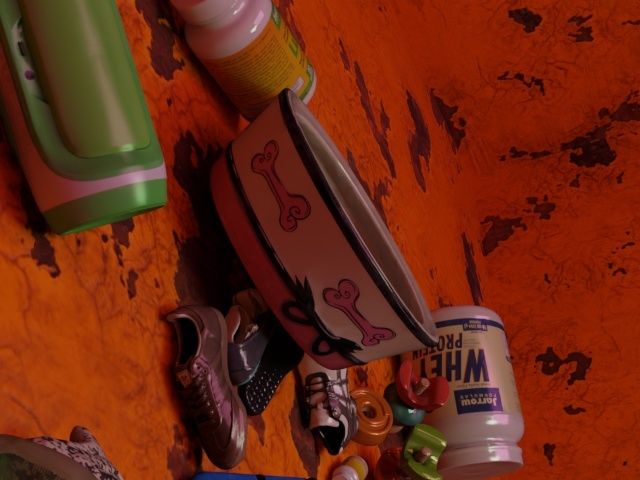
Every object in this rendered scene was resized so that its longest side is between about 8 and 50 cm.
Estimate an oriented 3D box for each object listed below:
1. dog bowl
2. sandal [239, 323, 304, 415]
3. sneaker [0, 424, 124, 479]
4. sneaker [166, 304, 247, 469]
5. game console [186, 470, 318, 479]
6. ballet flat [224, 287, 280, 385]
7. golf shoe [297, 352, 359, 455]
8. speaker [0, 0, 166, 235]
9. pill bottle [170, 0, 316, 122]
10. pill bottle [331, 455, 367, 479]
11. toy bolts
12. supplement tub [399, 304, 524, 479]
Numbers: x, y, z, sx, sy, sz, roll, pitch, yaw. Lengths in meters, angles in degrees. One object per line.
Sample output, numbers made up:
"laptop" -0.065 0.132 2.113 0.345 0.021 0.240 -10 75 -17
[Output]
"dog bowl" 0.000 0.000 1.167 0.408 0.150 0.408 58 9 -14
"sandal" -0.072 0.168 1.147 0.067 0.040 0.179 62 36 -19
"sneaker" -0.251 0.173 0.524 0.182 0.158 0.410 52 7 29
"sneaker" -0.136 0.164 0.939 0.071 0.066 0.188 14 56 -50
"game console" -0.072 0.428 0.939 0.250 0.173 0.293 14 56 -33
"ballet flat" -0.091 0.104 1.088 0.203 0.074 0.074 -65 136 -60
"golf shoe" 0.007 0.229 1.257 0.094 0.077 0.198 -63 133 -64
"speaker" -0.238 -0.160 0.783 0.131 0.131 0.297 -23 97 -72
"pill bottle" -0.114 -0.292 1.232 0.246 0.136 0.136 51 29 -50
"pill bottle" 0.043 0.365 1.298 0.083 0.043 0.043 -7 81 -72
"toy bolts" 0.111 0.329 1.469 0.218 0.158 0.228 30 41 -5
"supplement tub" 0.294 0.324 1.762 0.235 0.235 0.325 44 35 -57
